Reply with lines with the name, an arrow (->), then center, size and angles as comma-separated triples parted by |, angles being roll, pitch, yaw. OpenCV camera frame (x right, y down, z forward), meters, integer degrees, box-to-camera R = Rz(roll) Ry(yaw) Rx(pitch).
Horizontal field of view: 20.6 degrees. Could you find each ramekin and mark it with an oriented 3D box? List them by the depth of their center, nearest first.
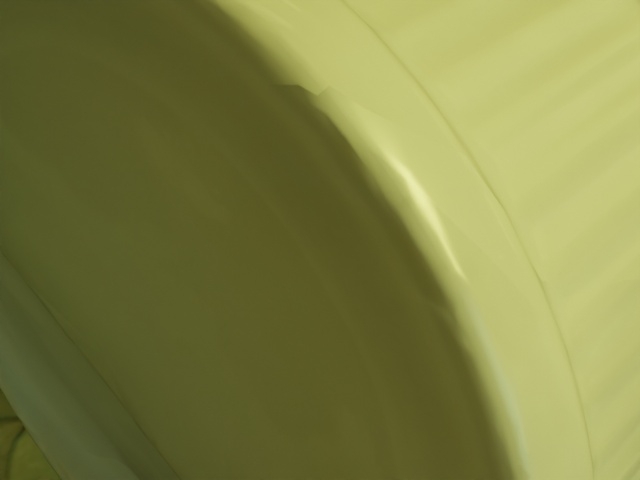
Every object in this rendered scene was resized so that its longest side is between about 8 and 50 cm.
ramekin -> 0.000, 0.000, 0.521 | 0.127, 0.273, 0.273 | -34, 144, -32
